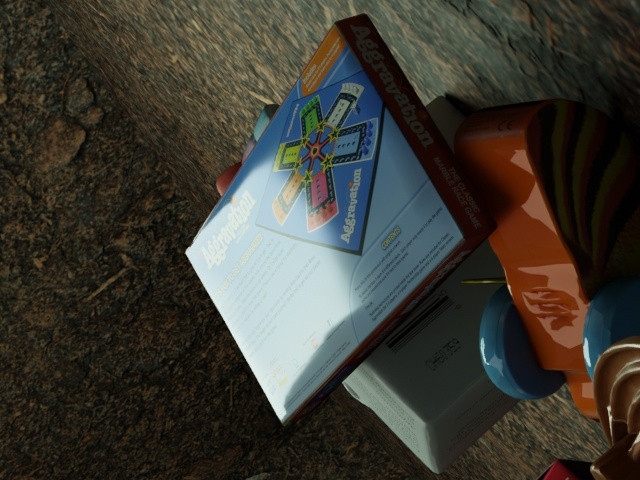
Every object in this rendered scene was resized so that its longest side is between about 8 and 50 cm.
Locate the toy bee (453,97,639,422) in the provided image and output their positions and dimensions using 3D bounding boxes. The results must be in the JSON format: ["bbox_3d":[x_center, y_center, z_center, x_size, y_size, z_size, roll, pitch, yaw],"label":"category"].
[{"bbox_3d":[0.169,0.049,0.847,0.195,0.162,0.298,22,125,37],"label":"toy bee"}]

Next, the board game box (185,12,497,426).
[{"bbox_3d":[0.000,0.000,0.891,0.145,0.027,0.281,59,147,14],"label":"board game box"}]

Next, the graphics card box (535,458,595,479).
[{"bbox_3d":[0.323,0.299,1.001,0.233,0.094,0.371,16,-159,-48],"label":"graphics card box"}]

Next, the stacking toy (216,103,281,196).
[{"bbox_3d":[0.078,-0.008,1.304,0.279,0.130,0.309,19,-159,-49],"label":"stacking toy"}]

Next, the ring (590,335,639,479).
[{"bbox_3d":[0.198,0.167,0.455,0.336,0.032,0.336,50,173,9],"label":"ring"}]

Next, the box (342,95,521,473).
[{"bbox_3d":[0.084,0.031,1.021,0.181,0.182,0.119,45,168,22],"label":"box"}]
